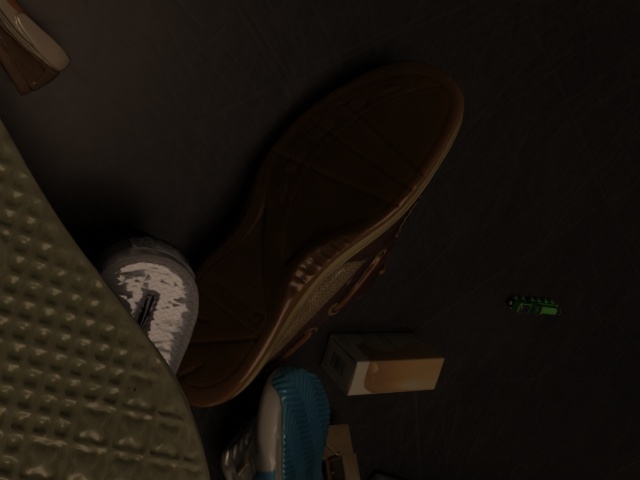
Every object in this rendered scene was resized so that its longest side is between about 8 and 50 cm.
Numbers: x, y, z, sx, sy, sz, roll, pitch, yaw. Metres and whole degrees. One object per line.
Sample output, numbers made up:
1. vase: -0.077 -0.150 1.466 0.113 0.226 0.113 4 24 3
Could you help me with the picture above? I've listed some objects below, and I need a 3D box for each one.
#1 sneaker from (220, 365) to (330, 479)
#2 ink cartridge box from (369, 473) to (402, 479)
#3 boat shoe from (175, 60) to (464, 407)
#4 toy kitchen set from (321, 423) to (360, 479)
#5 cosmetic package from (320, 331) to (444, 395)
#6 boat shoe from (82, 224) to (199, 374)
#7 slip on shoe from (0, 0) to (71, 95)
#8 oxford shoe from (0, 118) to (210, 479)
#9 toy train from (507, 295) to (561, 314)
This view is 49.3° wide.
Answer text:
1. sneaker: -0.048 0.201 0.655 0.087 0.092 0.229 -47 150 -45
2. ink cartridge box: 0.222 0.475 0.858 0.395 0.285 0.166 29 99 -37
3. boat shoe: 0.000 0.000 0.608 0.342 0.123 0.123 -54 158 0
4. toy kitchen set: -0.009 0.247 0.746 0.075 0.083 0.068 5 152 -32
5. cosmetic package: 0.065 0.127 0.731 0.115 0.060 0.041 3 112 -34
6. boat shoe: -0.193 0.145 0.545 0.121 0.119 0.335 28 92 -27
7. slip on shoe: -0.216 -0.148 0.430 0.041 0.051 0.135 -45 136 -7
8. oxford shoe: -0.197 0.082 0.412 0.169 0.130 0.449 -30 96 -45
9. toy train: 0.261 0.080 0.846 0.083 0.023 0.017 8 109 -33
